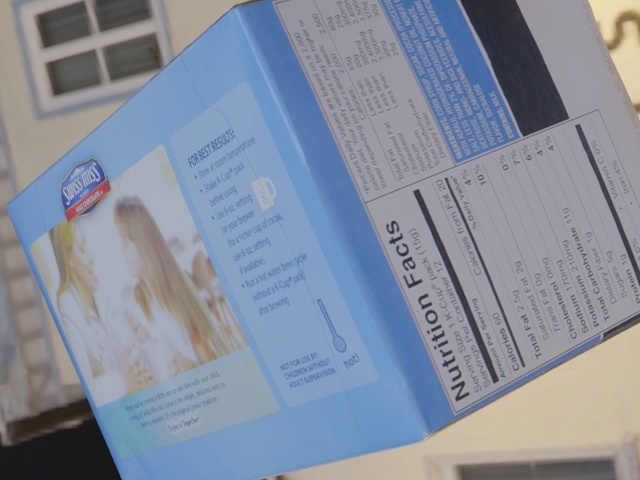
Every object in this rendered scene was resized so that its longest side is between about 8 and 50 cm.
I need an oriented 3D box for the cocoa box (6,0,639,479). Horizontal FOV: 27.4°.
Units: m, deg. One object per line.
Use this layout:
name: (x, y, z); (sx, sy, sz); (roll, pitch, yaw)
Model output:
cocoa box: (0.000, 0.000, 0.795); (0.228, 0.347, 0.232); (-23, -92, -35)
